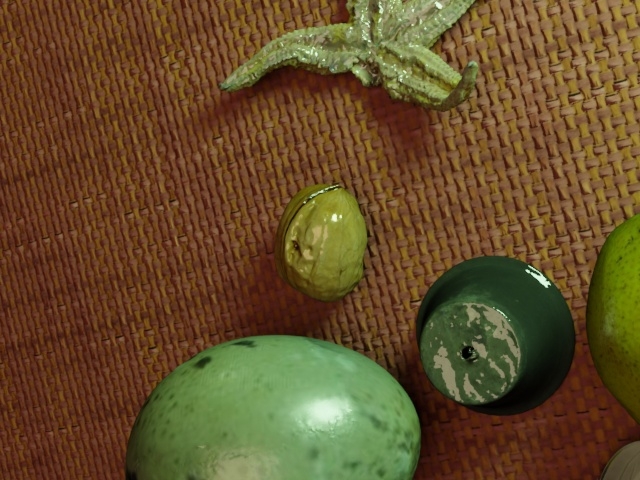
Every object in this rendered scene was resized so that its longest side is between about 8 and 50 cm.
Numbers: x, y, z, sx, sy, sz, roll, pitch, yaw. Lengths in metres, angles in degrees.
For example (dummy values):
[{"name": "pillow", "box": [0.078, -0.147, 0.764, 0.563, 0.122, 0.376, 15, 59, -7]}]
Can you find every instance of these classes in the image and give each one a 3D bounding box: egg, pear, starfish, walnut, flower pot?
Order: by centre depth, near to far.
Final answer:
[{"name": "pear", "box": [0.454, 0.090, 1.098, 0.294, 0.294, 0.294, 2, 95, 23]}, {"name": "flower pot", "box": [0.225, 0.145, 1.269, 0.235, 0.148, 0.235, 2, 96, 24]}, {"name": "starfish", "box": [0.088, -0.319, 1.302, 0.398, 0.132, 0.383, 30, 102, 32]}, {"name": "egg", "box": [-0.067, 0.306, 1.304, 0.428, 0.345, 0.345, -12, 89, 8]}, {"name": "walnut", "box": [0.000, 0.000, 1.362, 0.144, 0.144, 0.180, 20, 110, 21]}]

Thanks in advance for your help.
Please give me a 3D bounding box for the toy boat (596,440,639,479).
[{"name": "toy boat", "box": [0.426, 0.409, 1.215, 0.141, 0.141, 0.269, 5, 110, 23]}]
